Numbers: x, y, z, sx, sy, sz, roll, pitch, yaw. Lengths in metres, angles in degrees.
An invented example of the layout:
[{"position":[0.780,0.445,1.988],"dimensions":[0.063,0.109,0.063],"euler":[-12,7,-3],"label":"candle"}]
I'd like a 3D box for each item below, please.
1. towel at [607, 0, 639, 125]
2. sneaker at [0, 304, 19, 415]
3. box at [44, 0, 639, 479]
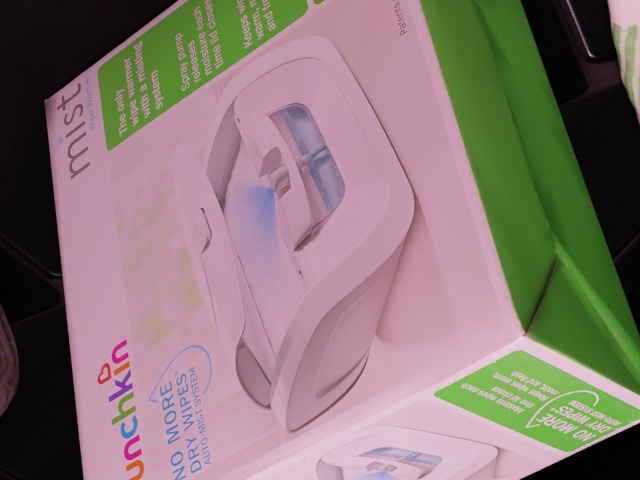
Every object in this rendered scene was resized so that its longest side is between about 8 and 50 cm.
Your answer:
[{"position":[0.263,-0.167,0.719],"dimensions":[0.248,0.038,0.325],"euler":[-17,149,7],"label":"towel"},{"position":[-0.359,0.053,0.775],"dimensions":[0.385,0.145,0.147],"euler":[7,164,-26],"label":"sneaker"},{"position":[0.000,0.000,0.674],"dimensions":[0.231,0.262,0.127],"euler":[-30,144,27],"label":"box"}]
